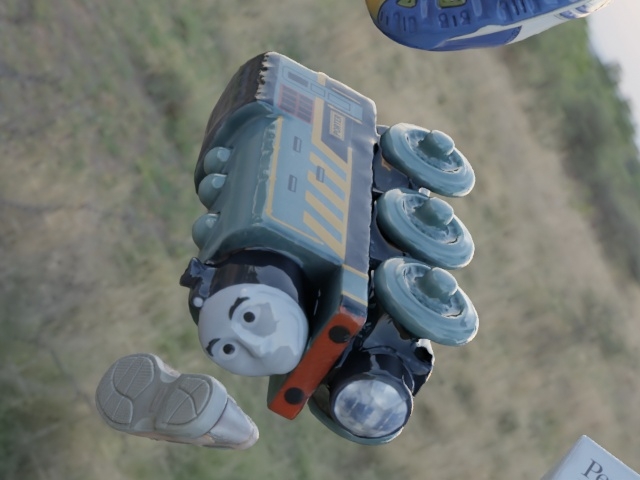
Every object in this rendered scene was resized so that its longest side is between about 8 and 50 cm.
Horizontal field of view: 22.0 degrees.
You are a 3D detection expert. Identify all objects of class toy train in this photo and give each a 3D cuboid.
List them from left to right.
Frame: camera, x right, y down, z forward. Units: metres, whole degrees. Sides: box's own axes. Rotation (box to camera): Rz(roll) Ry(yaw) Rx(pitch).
[{"bbox_3d":[0.000,0.000,1.137,0.190,0.142,0.334,26,31,-13],"label":"toy train"}]

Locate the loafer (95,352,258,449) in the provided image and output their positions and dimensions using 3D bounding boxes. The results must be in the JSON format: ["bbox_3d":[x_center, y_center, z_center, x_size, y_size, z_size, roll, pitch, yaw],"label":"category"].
[{"bbox_3d":[-0.077,0.089,0.860,0.039,0.045,0.125,39,-17,-28],"label":"loafer"}]

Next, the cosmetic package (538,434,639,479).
[{"bbox_3d":[0.154,0.252,1.016,0.151,0.184,0.151,36,-28,7],"label":"cosmetic package"}]

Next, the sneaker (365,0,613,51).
[{"bbox_3d":[0.165,-0.163,0.856,0.112,0.296,0.131,62,-2,26],"label":"sneaker"}]
